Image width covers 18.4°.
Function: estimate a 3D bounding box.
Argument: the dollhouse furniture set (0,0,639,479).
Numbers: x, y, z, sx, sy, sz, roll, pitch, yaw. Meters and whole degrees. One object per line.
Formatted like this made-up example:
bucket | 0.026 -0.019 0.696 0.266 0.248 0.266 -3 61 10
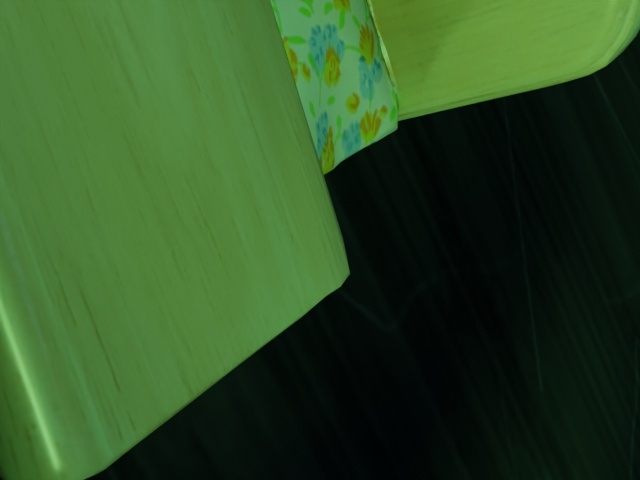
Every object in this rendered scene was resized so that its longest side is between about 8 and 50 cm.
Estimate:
dollhouse furniture set | 0.000 0.000 0.374 0.362 0.256 0.394 -36 112 -57
